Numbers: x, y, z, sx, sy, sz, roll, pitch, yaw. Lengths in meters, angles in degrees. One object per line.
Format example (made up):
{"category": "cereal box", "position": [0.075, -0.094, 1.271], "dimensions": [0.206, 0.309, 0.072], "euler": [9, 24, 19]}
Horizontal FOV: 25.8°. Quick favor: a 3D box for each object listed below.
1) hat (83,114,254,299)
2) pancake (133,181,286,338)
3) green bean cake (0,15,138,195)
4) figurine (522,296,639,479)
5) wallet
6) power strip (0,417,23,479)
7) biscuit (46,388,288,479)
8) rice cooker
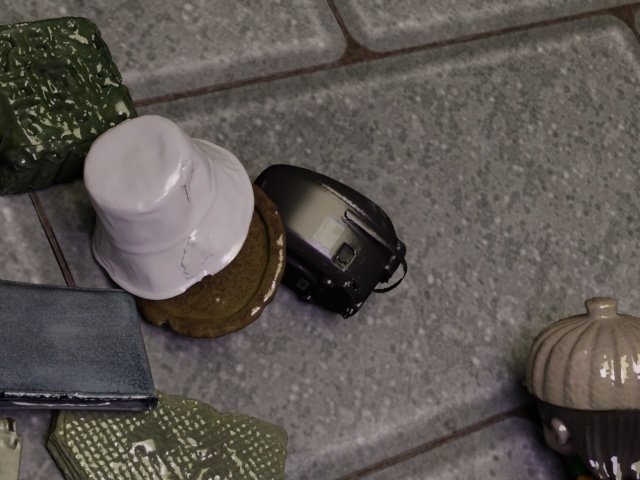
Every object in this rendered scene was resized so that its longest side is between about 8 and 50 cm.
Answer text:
{"category": "hat", "position": [-0.177, -0.054, 1.478], "dimensions": [0.203, 0.126, 0.203], "euler": [-9, 56, 14]}
{"category": "pancake", "position": [-0.126, 0.015, 1.518], "dimensions": [0.199, 0.021, 0.199], "euler": [-6, 66, 14]}
{"category": "green bean cake", "position": [-0.304, -0.157, 1.539], "dimensions": [0.173, 0.094, 0.181], "euler": [-16, 74, -34]}
{"category": "figurine", "position": [0.347, 0.237, 1.603], "dimensions": [0.185, 0.204, 0.332], "euler": [-6, 68, -33]}
{"category": "wallet", "position": [-0.283, 0.105, 1.413], "dimensions": [0.222, 0.036, 0.167], "euler": [5, 40, -26]}
{"category": "power strip", "position": [-0.331, 0.303, 1.306], "dimensions": [0.080, 0.048, 0.286], "euler": [10, 61, -21]}
{"category": "biscuit", "position": [-0.158, 0.228, 1.436], "dimensions": [0.252, 0.052, 0.150], "euler": [20, 56, -15]}
{"category": "rice cooker", "position": [0.001, 0.000, 1.589], "dimensions": [0.203, 0.142, 0.118], "euler": [34, 65, -3]}
